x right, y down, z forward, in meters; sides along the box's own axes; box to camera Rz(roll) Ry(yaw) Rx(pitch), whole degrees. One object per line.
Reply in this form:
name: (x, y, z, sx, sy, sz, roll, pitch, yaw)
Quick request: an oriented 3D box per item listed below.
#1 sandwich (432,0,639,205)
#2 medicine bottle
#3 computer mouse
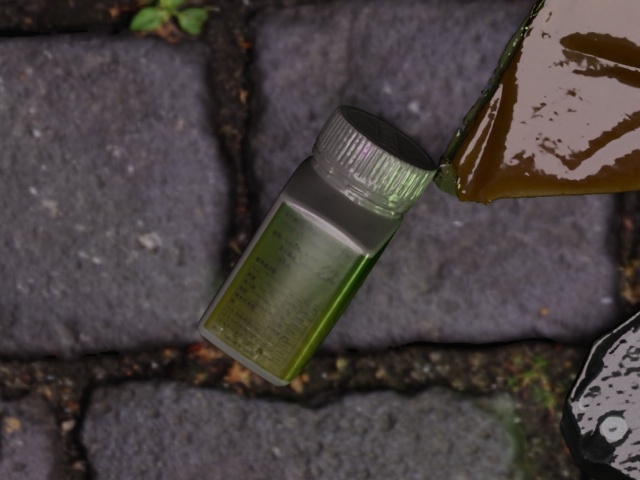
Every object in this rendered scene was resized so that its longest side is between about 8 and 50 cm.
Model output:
sandwich: (0.228, -0.091, 1.120, 0.212, 0.063, 0.245, 30, 109, 2)
medicine bottle: (0.000, 0.000, 1.154, 0.088, 0.132, 0.188, 34, 107, 4)
computer mouse: (0.278, 0.092, 1.151, 0.231, 0.071, 0.126, -44, 77, 8)
